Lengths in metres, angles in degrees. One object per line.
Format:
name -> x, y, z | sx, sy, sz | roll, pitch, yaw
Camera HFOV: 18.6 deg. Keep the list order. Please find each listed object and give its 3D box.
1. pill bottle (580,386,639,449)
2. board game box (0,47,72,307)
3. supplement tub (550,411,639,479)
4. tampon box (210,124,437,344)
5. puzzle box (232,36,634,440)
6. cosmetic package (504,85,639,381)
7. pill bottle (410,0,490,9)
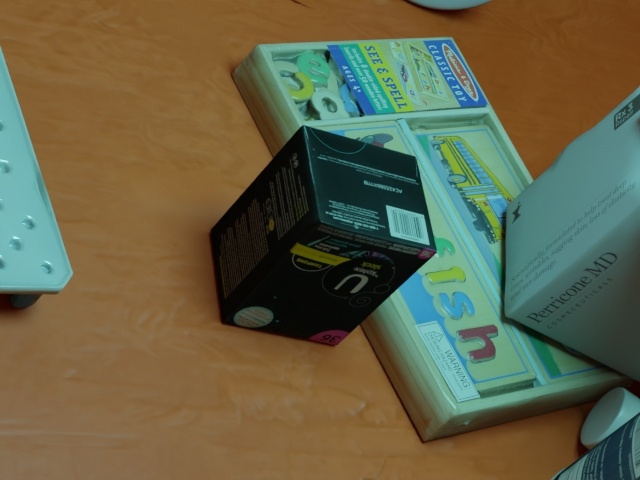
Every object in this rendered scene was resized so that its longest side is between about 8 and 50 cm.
pill bottle -> 0.314, 0.199, 1.811 | 0.137, 0.078, 0.078 | 34, 41, -11
board game box -> -0.417, -0.117, 1.497 | 0.390, 0.050, 0.390 | 2, 56, -39
supplement tub -> 0.295, 0.238, 1.612 | 0.191, 0.272, 0.191 | 22, 46, -24
tampon box -> 0.000, 0.000, 1.656 | 0.120, 0.161, 0.101 | 13, 50, -30
puzzle box -> 0.113, -0.015, 1.847 | 0.272, 0.052, 0.409 | -8, 62, -44
cosmetic package -> 0.383, 0.039, 1.822 | 0.385, 0.217, 0.156 | 23, 45, -21
pill bottle -> 0.141, -0.397, 2.107 | 0.160, 0.160, 0.283 | 25, 44, -22
